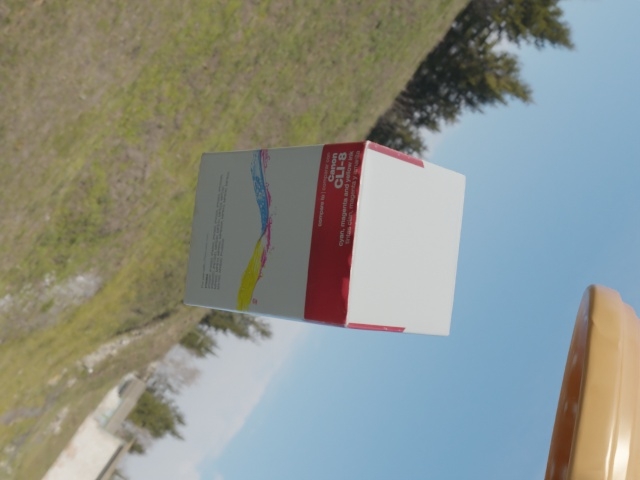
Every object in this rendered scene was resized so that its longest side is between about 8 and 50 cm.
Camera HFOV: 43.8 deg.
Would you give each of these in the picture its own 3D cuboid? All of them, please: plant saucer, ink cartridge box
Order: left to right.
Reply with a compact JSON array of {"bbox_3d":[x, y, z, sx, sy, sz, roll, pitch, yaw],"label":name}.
[{"bbox_3d":[0.000,0.000,0.615,0.176,0.128,0.127,2,-95,42],"label":"ink cartridge box"},{"bbox_3d":[0.127,0.121,0.377,0.200,0.037,0.200,11,90,-73],"label":"plant saucer"}]
